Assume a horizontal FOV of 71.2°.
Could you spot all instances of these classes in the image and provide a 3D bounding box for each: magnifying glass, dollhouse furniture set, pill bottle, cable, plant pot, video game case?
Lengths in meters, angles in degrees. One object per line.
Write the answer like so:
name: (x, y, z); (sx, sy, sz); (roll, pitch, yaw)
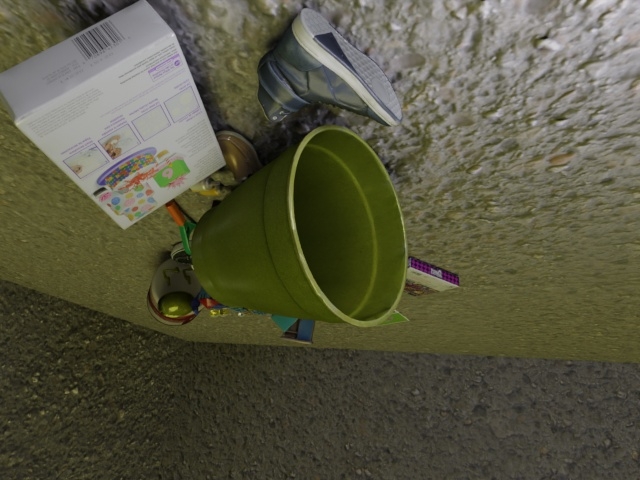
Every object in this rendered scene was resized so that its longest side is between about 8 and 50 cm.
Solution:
magnifying glass: (-0.397, -0.038, 1.316); (0.026, 0.092, 0.231); (4, 147, 15)
dollhouse furniture set: (-0.150, 0.291, 1.762); (0.285, 0.198, 0.303); (8, 169, 11)
pill bottle: (-0.569, 0.219, 1.784); (0.223, 0.224, 0.392); (15, 156, -19)
cable: (-0.345, -0.138, 1.060); (0.287, 0.072, 0.139); (-10, 146, 36)
plant pot: (-0.065, 0.001, 0.912); (0.352, 0.367, 0.366); (-13, 150, 38)
video game case: (0.318, 0.131, 1.535); (0.231, 0.042, 0.210); (20, 154, -28)

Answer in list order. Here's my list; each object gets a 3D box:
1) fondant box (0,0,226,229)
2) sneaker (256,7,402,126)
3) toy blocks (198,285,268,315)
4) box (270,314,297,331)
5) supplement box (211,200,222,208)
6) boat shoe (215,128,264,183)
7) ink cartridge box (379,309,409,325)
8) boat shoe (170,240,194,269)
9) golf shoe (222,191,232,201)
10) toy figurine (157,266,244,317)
fondant box: (-0.311, -0.182, 0.742); (0.238, 0.096, 0.330); (-36, 160, -13)
sneaker: (0.007, -0.227, 0.703); (0.226, 0.086, 0.163); (33, 137, -28)
toy blocks: (-0.201, 0.108, 1.357); (0.190, 0.261, 0.381); (-15, 149, 43)
box: (-0.034, 0.155, 1.310); (0.060, 0.244, 0.100); (45, 180, 5)
supplement box: (-0.254, -0.003, 1.202); (0.103, 0.188, 0.081); (8, 157, -1)
boat shoe: (-0.166, -0.159, 0.954); (0.068, 0.072, 0.190); (-3, 155, 22)
ink cartridge box: (0.167, 0.179, 1.522); (0.255, 0.097, 0.188); (38, 148, -17)
boat shoe: (-0.398, 0.066, 1.521); (0.300, 0.102, 0.108); (-5, 155, 26)
golf shoe: (-0.108, -0.028, 1.154); (0.140, 0.115, 0.306); (-25, 129, 34)
toy figurine: (-0.366, 0.169, 1.515); (0.361, 0.192, 0.217); (2, 173, -16)
